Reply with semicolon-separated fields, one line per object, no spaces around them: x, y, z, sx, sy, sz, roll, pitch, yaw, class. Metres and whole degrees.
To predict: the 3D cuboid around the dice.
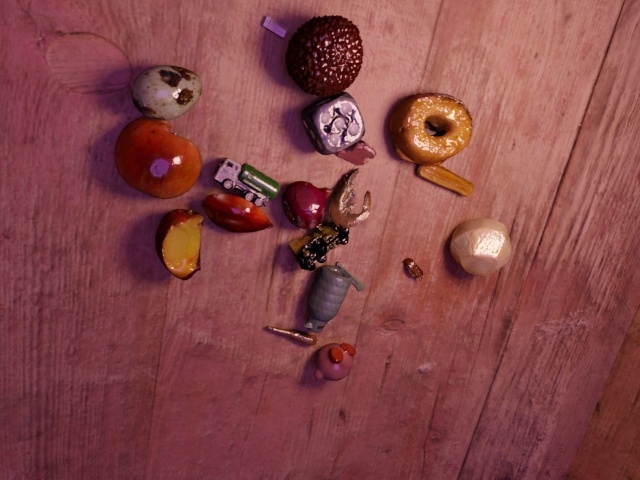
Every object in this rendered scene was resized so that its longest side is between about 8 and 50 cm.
0.046;-0.429;1.568;0.181;0.182;0.183;-28;112;-6;dice

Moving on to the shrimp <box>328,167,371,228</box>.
0.128;-0.162;1.693;0.173;0.058;0.253;26;79;16;shrimp

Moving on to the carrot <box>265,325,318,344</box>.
-0.124;0.414;1.881;0.254;0.049;0.049;21;101;-19;carrot

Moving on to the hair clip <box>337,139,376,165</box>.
0.149;-0.339;1.657;0.123;0.138;0.102;21;106;-29;hair clip

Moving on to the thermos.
0.029;0.256;1.828;0.182;0.145;0.286;5;112;-50;thermos

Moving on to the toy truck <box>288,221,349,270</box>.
0.004;0.002;1.724;0.257;0.127;0.127;-34;151;-15;toy truck

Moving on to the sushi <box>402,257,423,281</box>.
0.425;0.132;1.941;0.055;0.052;0.120;-44;114;2;sushi

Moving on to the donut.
0.436;-0.442;1.685;0.317;0.150;0.299;-34;101;-9;donut

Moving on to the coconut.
0.714;0.022;1.900;0.259;0.259;0.259;-5;109;-15;coconut

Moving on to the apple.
-0.551;-0.273;1.457;0.293;0.163;0.251;29;99;-25;apple

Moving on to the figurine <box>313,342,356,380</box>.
0.059;0.547;1.914;0.173;0.173;0.173;-5;109;-15;figurine

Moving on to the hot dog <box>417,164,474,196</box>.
0.537;-0.263;1.835;0.286;0.061;0.088;25;100;-20;hot dog

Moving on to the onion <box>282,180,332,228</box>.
-0.034;-0.152;1.666;0.218;0.140;0.195;-28;94;-18;onion

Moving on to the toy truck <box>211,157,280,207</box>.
-0.274;-0.217;1.593;0.242;0.101;0.125;28;94;-26;toy truck

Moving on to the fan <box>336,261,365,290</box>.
0.132;0.159;1.884;0.038;0.016;0.193;-43;115;3;fan

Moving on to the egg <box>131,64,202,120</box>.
-0.498;-0.486;1.398;0.231;0.169;0.169;-27;114;-21;egg

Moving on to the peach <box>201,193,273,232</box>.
-0.313;-0.077;1.598;0.279;0.068;0.189;18;141;-12;peach

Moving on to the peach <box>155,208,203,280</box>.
-0.522;0.010;1.566;0.159;0.154;0.267;-4;119;-25;peach

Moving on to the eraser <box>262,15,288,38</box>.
-0.158;-0.743;1.490;0.083;0.019;0.038;22;102;-22;eraser

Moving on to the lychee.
0.012;-0.626;1.467;0.264;0.300;0.264;8;66;-18;lychee
